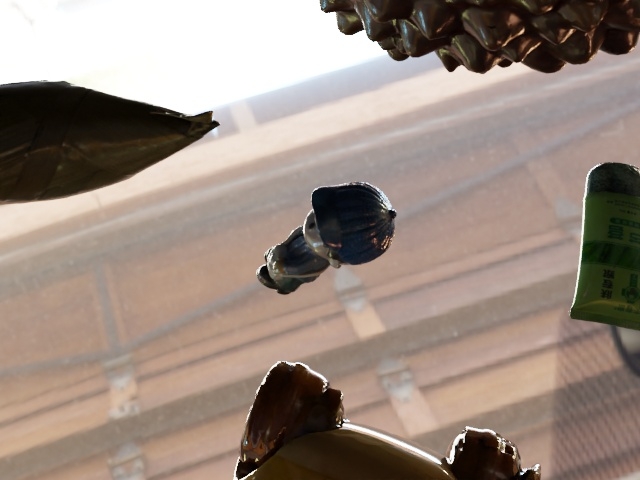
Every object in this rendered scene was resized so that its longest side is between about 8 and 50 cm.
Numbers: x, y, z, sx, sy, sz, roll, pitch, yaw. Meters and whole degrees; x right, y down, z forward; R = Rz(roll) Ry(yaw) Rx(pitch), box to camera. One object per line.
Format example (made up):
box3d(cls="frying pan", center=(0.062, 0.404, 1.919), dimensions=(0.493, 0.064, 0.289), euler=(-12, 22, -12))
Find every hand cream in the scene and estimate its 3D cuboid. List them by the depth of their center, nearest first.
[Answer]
box3d(cls="hand cream", center=(0.305, 0.004, 1.140), dimensions=(0.095, 0.174, 0.046), euler=(11, 158, -11))

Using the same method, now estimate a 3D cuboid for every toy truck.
box3d(cls="toy truck", center=(0.028, 0.220, 0.814), dimensions=(0.204, 0.211, 0.288), euler=(20, 171, 6))

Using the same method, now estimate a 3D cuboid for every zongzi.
box3d(cls="zongzi", center=(-0.284, -0.087, 1.061), dimensions=(0.289, 0.122, 0.260), euler=(7, -161, 43))

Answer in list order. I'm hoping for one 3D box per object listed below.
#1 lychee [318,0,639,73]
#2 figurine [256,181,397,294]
box3d(cls="lychee", center=(0.084, -0.249, 0.556), dimensions=(0.306, 0.330, 0.306), euler=(-45, -171, 9))
box3d(cls="figurine", center=(0.007, 0.005, 0.930), dimensions=(0.136, 0.079, 0.077), euler=(-51, -168, 45))
